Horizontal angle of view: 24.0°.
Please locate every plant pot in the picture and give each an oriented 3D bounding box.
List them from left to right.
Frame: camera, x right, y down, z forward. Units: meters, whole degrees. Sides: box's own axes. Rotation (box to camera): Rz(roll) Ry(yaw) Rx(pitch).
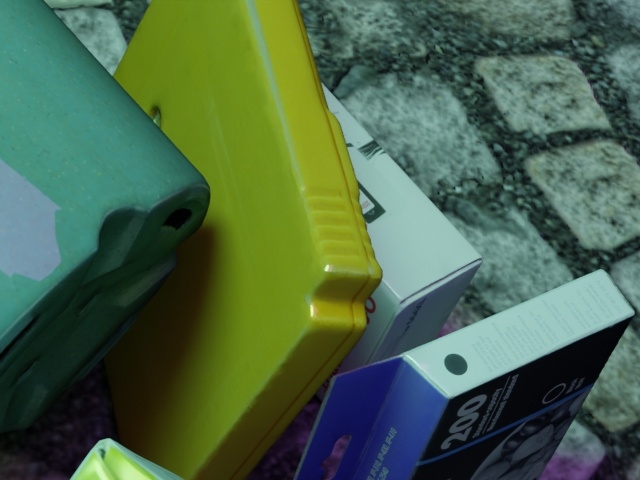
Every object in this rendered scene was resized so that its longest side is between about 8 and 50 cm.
[{"bbox_3d":[-0.264,-0.050,0.850,0.334,0.341,0.341,42,52,7],"label":"plant pot"}]

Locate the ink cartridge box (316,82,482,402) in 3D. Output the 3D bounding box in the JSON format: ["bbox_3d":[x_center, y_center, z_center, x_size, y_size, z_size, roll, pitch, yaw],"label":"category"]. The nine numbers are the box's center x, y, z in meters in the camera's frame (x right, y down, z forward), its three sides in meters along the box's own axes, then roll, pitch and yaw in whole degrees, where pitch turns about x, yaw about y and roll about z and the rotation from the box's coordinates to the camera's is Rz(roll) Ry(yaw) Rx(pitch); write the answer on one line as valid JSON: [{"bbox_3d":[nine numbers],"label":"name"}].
[{"bbox_3d":[0.000,0.000,1.064,0.086,0.148,0.203,-27,66,-35],"label":"ink cartridge box"}]

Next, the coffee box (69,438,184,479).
[{"bbox_3d":[-0.024,0.323,0.602,0.338,0.334,0.337,34,81,11],"label":"coffee box"}]

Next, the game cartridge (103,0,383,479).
[{"bbox_3d":[-0.073,-0.013,0.963,0.053,0.285,0.323,5,51,-30],"label":"game cartridge"}]

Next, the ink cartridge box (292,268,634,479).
[{"bbox_3d":[0.079,0.124,0.955,0.208,0.206,0.045,-18,57,-28],"label":"ink cartridge box"}]
